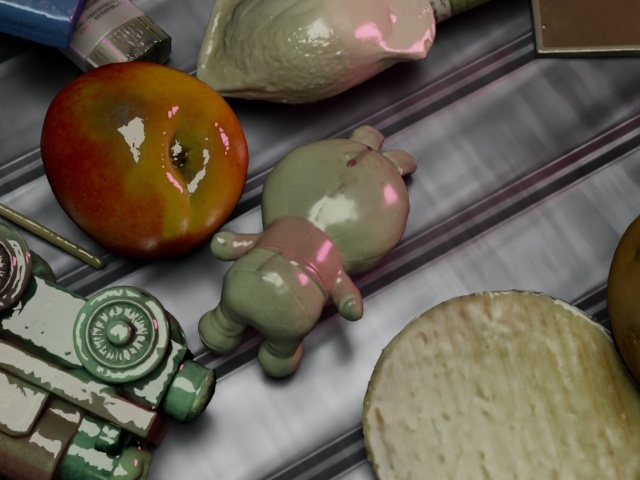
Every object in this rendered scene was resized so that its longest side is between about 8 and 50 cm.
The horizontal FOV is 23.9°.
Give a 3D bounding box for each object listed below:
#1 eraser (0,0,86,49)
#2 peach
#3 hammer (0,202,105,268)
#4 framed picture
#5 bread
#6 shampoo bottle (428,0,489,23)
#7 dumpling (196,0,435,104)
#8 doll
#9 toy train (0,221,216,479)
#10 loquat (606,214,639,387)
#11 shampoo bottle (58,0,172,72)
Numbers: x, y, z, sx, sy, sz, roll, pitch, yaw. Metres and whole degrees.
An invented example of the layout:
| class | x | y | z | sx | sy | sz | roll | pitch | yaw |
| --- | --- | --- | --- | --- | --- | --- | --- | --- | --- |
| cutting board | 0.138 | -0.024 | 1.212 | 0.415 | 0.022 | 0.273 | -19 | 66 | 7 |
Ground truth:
| class | x | y | z | sx | sy | sz | roll | pitch | yaw |
| --- | --- | --- | --- | --- | --- | --- | --- | --- | --- |
| eraser | -0.272 | -0.326 | 1.506 | 0.144 | 0.042 | 0.311 | 17 | 52 | -3 |
| peach | -0.166 | -0.074 | 1.411 | 0.190 | 0.192 | 0.190 | -3 | 96 | -27 |
| hammer | -0.283 | -0.028 | 1.444 | 0.195 | 0.028 | 0.060 | 28 | 62 | 7 |
| framed picture | 0.287 | -0.281 | 1.567 | 0.150 | 0.015 | 0.203 | -2 | 67 | -2 |
| bread | 0.169 | 0.167 | 1.357 | 0.267 | 0.040 | 0.267 | 1 | 67 | -2 |
| shampoo bottle | 0.171 | -0.276 | 1.525 | 0.205 | 0.065 | 0.065 | -23 | 69 | -4 |
| dumpling | -0.015 | -0.214 | 1.467 | 0.216 | 0.126 | 0.166 | -20 | 73 | 24 |
| doll | -0.002 | -0.003 | 1.387 | 0.155 | 0.113 | 0.275 | 30 | 70 | 13 |
| toy train | -0.254 | 0.120 | 1.322 | 0.304 | 0.150 | 0.221 | 24 | 79 | 7 |
| loquat | 0.364 | 0.055 | 1.309 | 0.235 | 0.235 | 0.235 | 0 | 67 | -1 |
| shampoo bottle | -0.254 | -0.241 | 1.514 | 0.227 | 0.056 | 0.086 | 41 | 65 | 15 |
